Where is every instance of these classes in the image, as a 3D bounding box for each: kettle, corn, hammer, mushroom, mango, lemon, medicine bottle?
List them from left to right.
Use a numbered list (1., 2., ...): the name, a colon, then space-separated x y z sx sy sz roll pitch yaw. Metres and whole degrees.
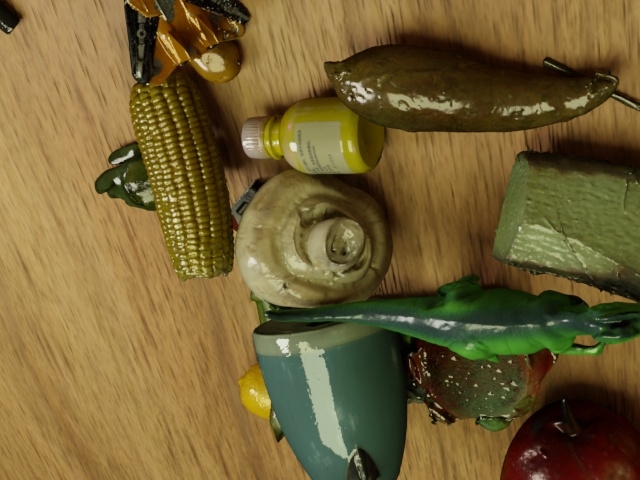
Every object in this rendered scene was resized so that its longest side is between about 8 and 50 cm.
1. corn: -0.219 -0.102 1.897 0.131 0.131 0.344 -14 90 34
2. mango: -0.177 -0.296 1.842 0.114 0.060 0.080 31 132 4
3. lemon: -0.088 0.298 2.285 0.155 0.114 0.114 20 135 4
4. medicine bottle: -0.017 -0.164 1.835 0.213 0.121 0.121 0 128 27
5. mushroom: 0.000 0.000 1.869 0.254 0.260 0.234 57 154 -6
6. kettle: 0.037 0.288 2.052 0.247 0.319 0.342 -14 97 -3
7. hammer: 0.449 -0.193 1.652 0.292 0.029 0.058 27 134 5

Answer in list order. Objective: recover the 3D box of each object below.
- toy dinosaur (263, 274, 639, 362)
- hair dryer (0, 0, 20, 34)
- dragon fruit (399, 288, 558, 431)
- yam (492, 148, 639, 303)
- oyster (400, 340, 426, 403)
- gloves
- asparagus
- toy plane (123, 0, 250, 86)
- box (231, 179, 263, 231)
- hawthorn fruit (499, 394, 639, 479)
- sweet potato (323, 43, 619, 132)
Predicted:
1. toy dinosaur: 0.196 0.129 1.684 0.500 0.143 0.374 -3 180 -15
2. hair dryer: -0.634 -0.401 1.989 0.195 0.075 0.219 41 145 -24
3. dragon fruit: 0.269 0.192 1.989 0.269 0.130 0.295 6 125 23
4. yam: 0.399 -0.017 1.710 0.271 0.202 0.201 14 174 6
5. oyster: 0.134 0.254 2.174 0.252 0.087 0.199 43 135 4
6. gloves: -0.294 -0.110 2.040 0.268 0.107 0.135 -11 92 36
7. asparagus: -0.073 0.214 2.170 0.085 0.082 0.342 3 106 35
8. toy plane: -0.262 -0.409 1.754 0.316 0.204 0.103 59 169 -8
9. box: -0.075 -0.018 2.054 0.177 0.036 0.115 36 136 -7
10. hawthorn fruit: 0.439 0.406 2.002 0.285 0.284 0.368 5 128 23
11. sweet potato: 0.211 -0.213 1.681 0.423 0.130 0.130 8 131 15
